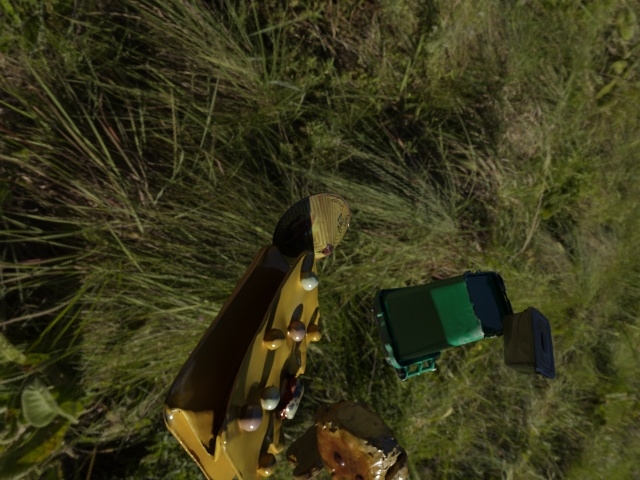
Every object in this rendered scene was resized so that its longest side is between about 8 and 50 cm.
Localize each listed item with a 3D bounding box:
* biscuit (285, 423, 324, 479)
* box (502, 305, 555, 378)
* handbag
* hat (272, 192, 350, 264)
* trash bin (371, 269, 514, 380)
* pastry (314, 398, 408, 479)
[{"bbox_3d":[-0.018,0.582,1.153,0.183,0.047,0.320,-31,174,-2],"label":"biscuit"},{"bbox_3d":[0.547,0.273,1.093,0.123,0.092,0.172,32,55,-33],"label":"box"},{"bbox_3d":[-0.094,0.224,0.760,0.401,0.132,0.283,-66,156,-46],"label":"handbag"},{"bbox_3d":[0.000,0.000,0.870,0.192,0.082,0.193,-20,135,-21],"label":"hat"},{"bbox_3d":[0.375,0.253,1.284,0.258,0.296,0.381,-1,160,-37],"label":"trash bin"},{"bbox_3d":[0.080,0.450,0.893,0.100,0.229,0.219,-20,153,-40],"label":"pastry"}]
